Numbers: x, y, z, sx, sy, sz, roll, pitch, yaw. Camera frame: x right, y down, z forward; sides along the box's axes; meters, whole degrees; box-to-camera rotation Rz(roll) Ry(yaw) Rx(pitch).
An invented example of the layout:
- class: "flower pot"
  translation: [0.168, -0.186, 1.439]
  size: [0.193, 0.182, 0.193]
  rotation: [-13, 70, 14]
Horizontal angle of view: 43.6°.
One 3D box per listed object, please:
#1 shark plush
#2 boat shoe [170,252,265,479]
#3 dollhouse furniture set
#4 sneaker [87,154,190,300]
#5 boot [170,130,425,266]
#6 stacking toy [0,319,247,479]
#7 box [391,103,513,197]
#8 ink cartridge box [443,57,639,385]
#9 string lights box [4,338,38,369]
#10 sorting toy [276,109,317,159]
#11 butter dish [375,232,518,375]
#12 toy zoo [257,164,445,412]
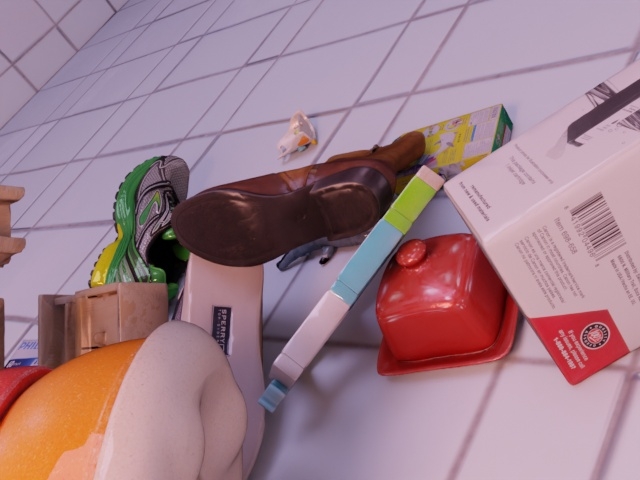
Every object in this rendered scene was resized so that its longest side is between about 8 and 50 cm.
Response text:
- class: "shark plush"
  translation: [0.000, 0.000, 1.092]
  size: [0.161, 0.073, 0.067]
  rotation: [-22, 64, 17]
- class: "boat shoe"
  translation: [-0.130, 0.170, 0.959]
  size: [0.158, 0.127, 0.341]
  rotation: [114, 166, -60]
- class: "dollhouse furniture set"
  translation: [-0.419, 0.133, 0.967]
  size: [0.256, 0.394, 0.362]
  rotation: [-13, 77, 48]
- class: "sneaker"
  translation: [-0.259, -0.013, 1.327]
  size: [0.146, 0.134, 0.343]
  rotation: [-16, 46, 21]
- class: "boot"
  translation: [-0.019, -0.074, 0.987]
  size: [0.264, 0.096, 0.280]
  rotation: [-16, 16, 21]
- class: "stacking toy"
  translation: [-0.315, 0.236, 0.663]
  size: [0.479, 0.351, 0.351]
  rotation: [1, 40, 6]
- class: "box"
  translation: [0.164, -0.116, 1.084]
  size: [0.179, 0.043, 0.105]
  rotation: [-11, 41, 34]
- class: "ink cartridge box"
  translation: [0.279, -0.031, 0.698]
  size: [0.273, 0.197, 0.114]
  rotation: [-32, 31, 9]
- class: "string lights box"
  translation: [-0.448, 0.265, 1.178]
  size: [0.133, 0.077, 0.260]
  rotation: [-10, 41, 38]
- class: "sorting toy"
  translation: [-0.048, -0.172, 1.383]
  size: [0.075, 0.045, 0.083]
  rotation: [-35, 30, 19]
- class: "butter dish"
  translation: [0.118, 0.047, 0.839]
  size: [0.160, 0.118, 0.160]
  rotation: [-14, 39, 34]
- class: "toy zoo"
  translation: [0.025, 0.060, 0.870]
  size: [0.293, 0.030, 0.192]
  rotation: [-53, -5, -6]
